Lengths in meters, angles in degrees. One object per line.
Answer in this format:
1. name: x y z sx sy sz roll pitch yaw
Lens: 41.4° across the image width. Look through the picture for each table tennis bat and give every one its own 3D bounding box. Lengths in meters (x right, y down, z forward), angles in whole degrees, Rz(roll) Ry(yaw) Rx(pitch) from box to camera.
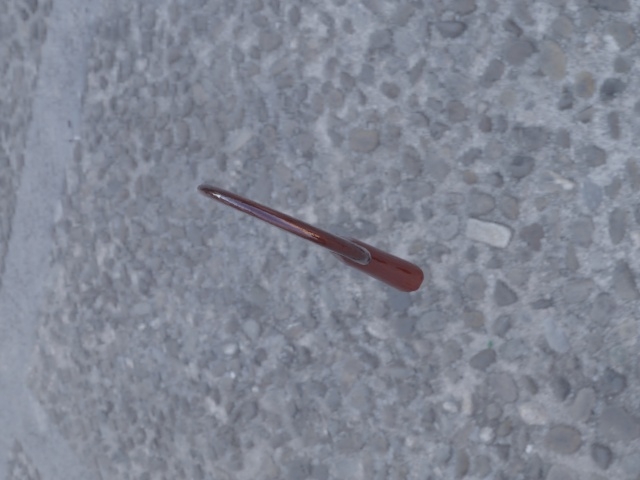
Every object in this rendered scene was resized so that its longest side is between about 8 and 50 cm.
1. table tennis bat: 0.000 0.000 0.471 0.098 0.155 0.019 22 89 52
